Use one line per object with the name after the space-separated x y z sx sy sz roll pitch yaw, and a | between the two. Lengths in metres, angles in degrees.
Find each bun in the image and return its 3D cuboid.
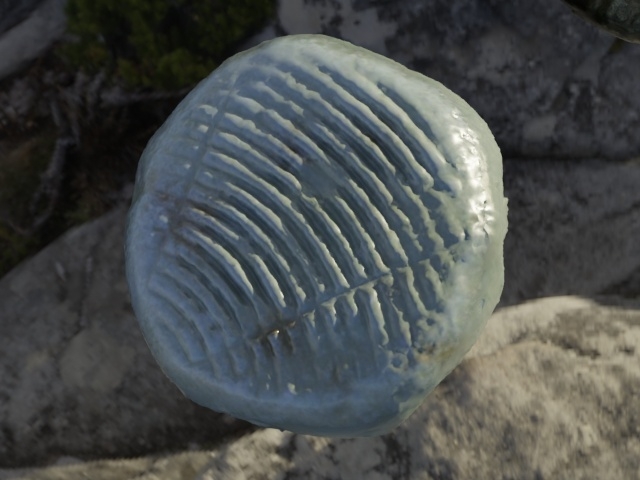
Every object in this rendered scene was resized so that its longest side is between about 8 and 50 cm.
-0.005 0.004 1.042 0.355 0.194 0.354 -3 77 14 | bun

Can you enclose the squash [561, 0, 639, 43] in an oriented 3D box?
0.225 -0.225 0.807 0.193 0.156 0.193 0 89 -1 | squash
